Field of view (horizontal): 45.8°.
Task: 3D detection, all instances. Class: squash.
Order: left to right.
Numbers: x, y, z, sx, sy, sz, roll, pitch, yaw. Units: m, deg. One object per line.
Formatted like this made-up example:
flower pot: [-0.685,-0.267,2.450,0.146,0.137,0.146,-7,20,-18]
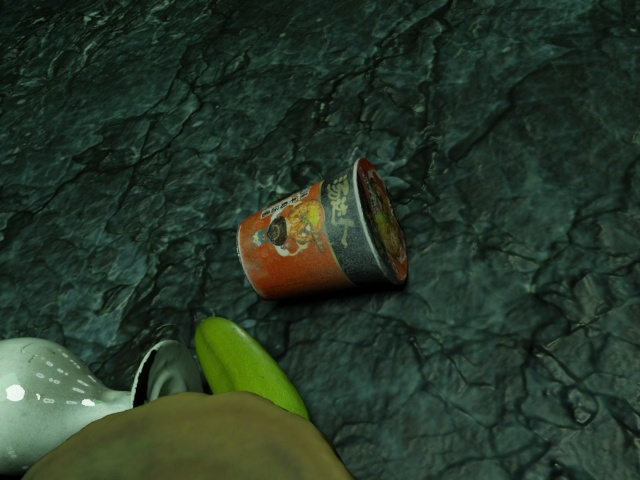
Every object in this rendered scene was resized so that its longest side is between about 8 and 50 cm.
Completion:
squash: [-0.066,0.125,0.661,0.066,0.066,0.201,-33,35,-10]

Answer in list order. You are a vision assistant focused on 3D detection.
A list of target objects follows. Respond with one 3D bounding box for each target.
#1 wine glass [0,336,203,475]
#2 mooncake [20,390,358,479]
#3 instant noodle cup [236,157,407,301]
wine glass: [-0.232,0.146,0.668,0.241,0.126,0.126,-3,46,18]
mooncake: [-0.084,0.246,0.468,0.291,0.161,0.290,-13,45,13]
instant noodle cup: [-0.001,-0.001,0.724,0.136,0.127,0.127,-17,41,19]
